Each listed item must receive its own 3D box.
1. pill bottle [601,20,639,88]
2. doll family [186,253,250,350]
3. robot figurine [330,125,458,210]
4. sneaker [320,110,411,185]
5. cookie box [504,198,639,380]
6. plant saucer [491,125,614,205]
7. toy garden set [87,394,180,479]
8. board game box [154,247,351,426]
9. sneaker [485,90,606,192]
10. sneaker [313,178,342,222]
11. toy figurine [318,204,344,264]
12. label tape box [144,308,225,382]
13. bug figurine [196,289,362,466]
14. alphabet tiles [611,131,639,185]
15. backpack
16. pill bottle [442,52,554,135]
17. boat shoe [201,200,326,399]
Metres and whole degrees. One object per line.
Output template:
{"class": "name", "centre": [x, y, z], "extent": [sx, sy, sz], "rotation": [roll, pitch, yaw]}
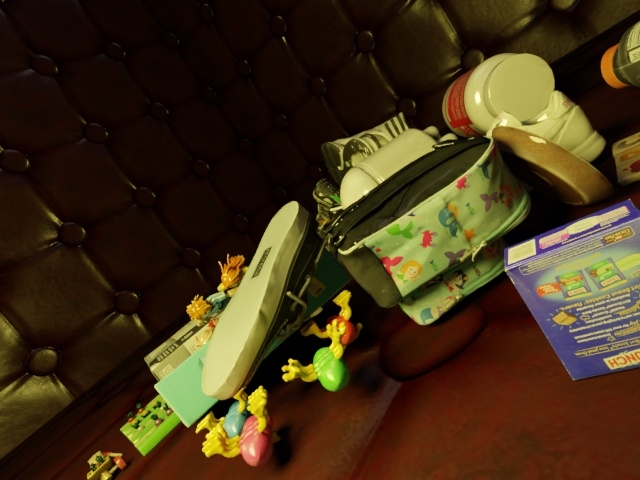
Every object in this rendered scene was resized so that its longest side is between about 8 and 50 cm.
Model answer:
{"class": "pill bottle", "centre": [0.635, -0.352, 0.719], "extent": [0.130, 0.130, 0.245], "rotation": [-36, 8, -10]}
{"class": "doll family", "centre": [-0.192, 0.114, 0.849], "extent": [0.263, 0.118, 0.163], "rotation": [-44, -8, 13]}
{"class": "robot figurine", "centre": [0.197, -0.148, 1.055], "extent": [0.353, 0.200, 0.300], "rotation": [-36, 37, -7]}
{"class": "sneaker", "centre": [0.179, -0.317, 1.430], "extent": [0.257, 0.169, 0.447], "rotation": [-28, 15, -13]}
{"class": "cookie box", "centre": [0.202, 0.040, 0.296], "extent": [0.092, 0.107, 0.040], "rotation": [-29, 9, 33]}
{"class": "plant saucer", "centre": [0.294, -0.093, 0.541], "extent": [0.029, 0.168, 0.168], "rotation": [-55, 5, 10]}
{"class": "toy garden set", "centre": [-0.395, 0.399, 0.841], "extent": [0.204, 0.049, 0.244], "rotation": [-41, 10, -35]}
{"class": "board game box", "centre": [-0.121, 0.175, 0.739], "extent": [0.336, 0.079, 0.254], "rotation": [-39, -5, -25]}
{"class": "sneaker", "centre": [0.302, -0.129, 0.707], "extent": [0.305, 0.152, 0.114], "rotation": [-33, 10, 22]}
{"class": "sneaker", "centre": [0.046, -0.085, 1.353], "extent": [0.146, 0.134, 0.343], "rotation": [-45, -25, -1]}
{"class": "toy figurine", "centre": [0.000, 0.000, 1.188], "extent": [0.209, 0.148, 0.213], "rotation": [-30, 9, 30]}
{"class": "label tape box", "centre": [-0.282, 0.245, 1.072], "extent": [0.333, 0.106, 0.240], "rotation": [-39, 10, -27]}
{"class": "bug figurine", "centre": [-0.040, 0.188, 0.533], "extent": [0.279, 0.072, 0.216], "rotation": [-41, 2, -4]}
{"class": "alphabet tiles", "centre": [0.542, -0.172, 0.481], "extent": [0.342, 0.011, 0.285], "rotation": [-28, 11, 41]}
{"class": "backpack", "centre": [0.151, -0.024, 0.567], "extent": [0.253, 0.191, 0.225], "rotation": [-42, 11, 2]}
{"class": "pill bottle", "centre": [0.539, -0.442, 1.270], "extent": [0.229, 0.229, 0.408], "rotation": [-34, 8, 9]}
{"class": "boat shoe", "centre": [-0.062, 0.087, 0.588], "extent": [0.113, 0.105, 0.306], "rotation": [-27, 34, 42]}
